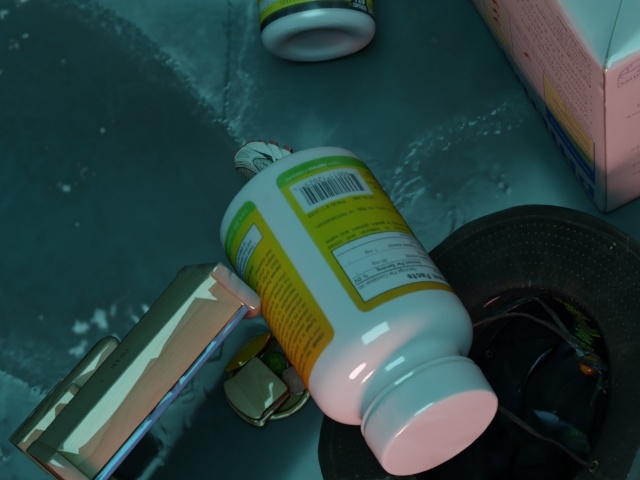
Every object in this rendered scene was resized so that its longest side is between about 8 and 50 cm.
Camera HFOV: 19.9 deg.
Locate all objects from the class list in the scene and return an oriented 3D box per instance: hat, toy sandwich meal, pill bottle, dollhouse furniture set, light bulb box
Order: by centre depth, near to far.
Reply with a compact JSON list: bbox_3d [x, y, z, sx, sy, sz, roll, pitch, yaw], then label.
[{"bbox_3d":[0.033,0.056,1.414,0.136,0.136,0.245,-33,59,1],"label":"pill bottle"},{"bbox_3d":[0.231,-0.262,1.449,0.225,0.361,0.358,-29,73,1],"label":"light bulb box"},{"bbox_3d":[0.166,0.145,1.466,0.331,0.134,0.331,-12,64,25],"label":"hat"},{"bbox_3d":[-0.061,0.194,1.482,0.303,0.286,0.198,43,78,-10],"label":"dollhouse furniture set"},{"bbox_3d":[-0.046,0.118,1.576,0.086,0.029,0.085,-3,75,10],"label":"toy sandwich meal"},{"bbox_3d":[-0.010,-0.260,1.628,0.103,0.103,0.184,-9,75,8],"label":"pill bottle"}]

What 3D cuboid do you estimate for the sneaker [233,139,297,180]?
[{"bbox_3d":[0.000,0.000,1.568,0.093,0.088,0.225,-44,72,-1],"label":"sneaker"}]
